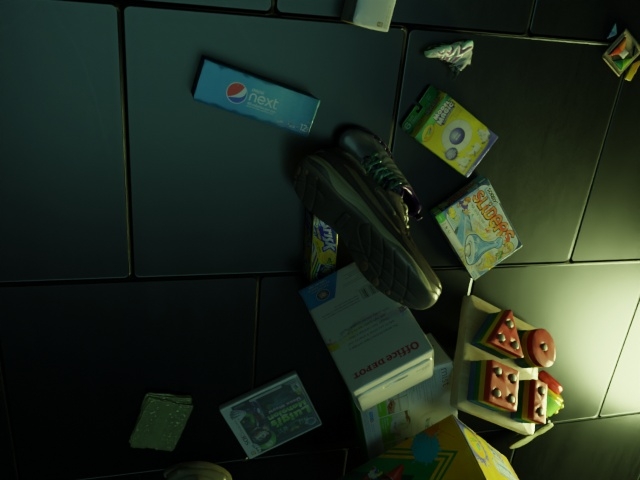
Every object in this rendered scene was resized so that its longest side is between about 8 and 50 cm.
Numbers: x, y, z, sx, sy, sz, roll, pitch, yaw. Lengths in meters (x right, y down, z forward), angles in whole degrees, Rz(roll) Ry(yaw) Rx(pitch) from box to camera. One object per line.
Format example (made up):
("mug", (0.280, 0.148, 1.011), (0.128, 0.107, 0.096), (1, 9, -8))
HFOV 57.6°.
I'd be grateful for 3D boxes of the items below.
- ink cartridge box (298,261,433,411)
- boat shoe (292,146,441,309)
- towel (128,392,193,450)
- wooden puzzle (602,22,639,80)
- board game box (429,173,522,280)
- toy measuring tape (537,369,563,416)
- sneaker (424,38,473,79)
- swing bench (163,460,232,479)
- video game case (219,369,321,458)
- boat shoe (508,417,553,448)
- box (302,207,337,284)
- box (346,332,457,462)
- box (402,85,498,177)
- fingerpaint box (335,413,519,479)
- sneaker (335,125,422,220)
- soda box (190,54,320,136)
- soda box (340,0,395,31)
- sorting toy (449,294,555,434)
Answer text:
("ink cartridge box", (0.094, 0.185, 1.152), (0.171, 0.233, 0.168), (-26, 150, -3))
("boat shoe", (0.106, -0.035, 1.060), (0.130, 0.132, 0.355), (-41, 92, -31))
("towel", (-0.346, 0.394, 1.267), (0.110, 0.027, 0.148), (16, 108, -23))
("wooden puzzle", (0.621, -0.384, 1.193), (0.116, 0.014, 0.079), (25, 105, -24))
("board game box", (0.340, -0.025, 1.266), (0.136, 0.035, 0.201), (-37, 119, 3))
("toy measuring tape", (0.508, 0.357, 1.448), (0.330, 0.121, 0.121), (36, 101, -27))
("sneaker", (0.243, -0.335, 1.092), (0.098, 0.038, 0.069), (-14, 116, -9))
("swing bench", (-0.250, 0.667, 1.293), (0.165, 0.253, 0.255), (-7, 116, -13))
("video game case", (-0.112, 0.403, 1.342), (0.190, 0.022, 0.173), (-25, 119, -4))
("boat shoe", (0.565, 0.520, 1.583), (0.133, 0.042, 0.049), (-34, 144, 2))
("box", (0.000, 0.000, 1.165), (0.054, 0.059, 0.169), (-5, 116, -17))
("box", (0.192, 0.382, 1.360), (0.231, 0.127, 0.262), (-17, 117, -9))
("box", (0.254, -0.215, 1.150), (0.179, 0.043, 0.105), (30, 103, -24))
("fingerpaint box", (0.261, 0.620, 1.369), (0.371, 0.163, 0.445), (-33, 138, 10))
("sneaker", (0.123, -0.130, 1.119), (0.083, 0.098, 0.223), (-45, 118, 7))
("soda box", (-0.113, -0.250, 1.013), (0.210, 0.067, 0.071), (14, 109, -22))
("soda box", (0.098, -0.467, 0.969), (0.069, 0.074, 0.216), (6, 112, -19))
("sorting toy", (0.427, 0.280, 1.316), (0.257, 0.089, 0.256), (26, 63, -27))
